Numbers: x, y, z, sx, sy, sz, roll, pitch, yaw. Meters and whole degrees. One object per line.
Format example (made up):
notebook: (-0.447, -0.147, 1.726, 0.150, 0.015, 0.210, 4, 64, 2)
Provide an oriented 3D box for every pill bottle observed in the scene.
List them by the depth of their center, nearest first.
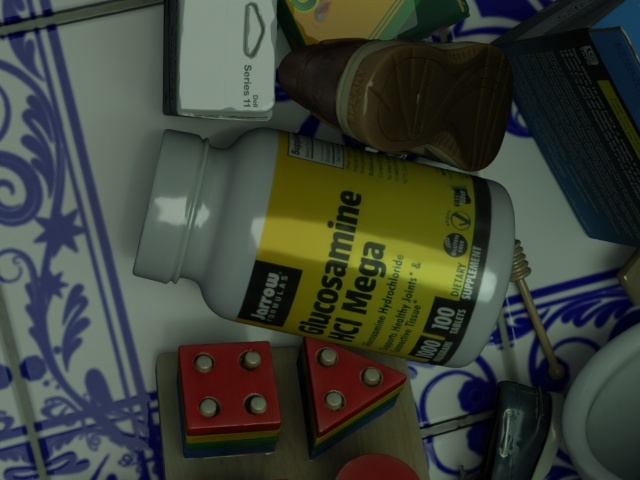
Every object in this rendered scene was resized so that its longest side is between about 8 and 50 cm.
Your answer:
pill bottle: (0.000, 0.000, 1.220, 0.333, 0.188, 0.188, 12, 93, -8)

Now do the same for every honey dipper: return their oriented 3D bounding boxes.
honey dipper: (0.225, 0.077, 1.362, 0.030, 0.030, 0.161, -24, 102, -9)

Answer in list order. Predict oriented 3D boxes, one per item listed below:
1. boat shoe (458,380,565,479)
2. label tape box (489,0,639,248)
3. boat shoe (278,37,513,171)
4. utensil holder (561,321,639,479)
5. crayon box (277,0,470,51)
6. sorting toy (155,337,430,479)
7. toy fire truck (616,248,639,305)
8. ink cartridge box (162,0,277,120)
boat shoe: (0.177, 0.265, 1.331, 0.079, 0.095, 0.255, 17, 109, -4)
label tape box: (0.303, -0.112, 1.203, 0.106, 0.333, 0.241, -32, 101, -7)
boat shoe: (0.077, -0.136, 1.204, 0.123, 0.342, 0.123, 17, 102, 28)
utensil holder: (0.448, 0.288, 1.253, 0.327, 0.327, 0.386, -28, 115, -8)
crayon box: (0.009, -0.308, 1.252, 0.165, 0.081, 0.278, -28, 100, -8)
sorting toy: (-0.018, 0.202, 1.219, 0.255, 0.089, 0.257, -2, 55, -12)
toy fire truck: (0.451, 0.013, 1.359, 0.246, 0.158, 0.217, -26, 98, 20)
ink cartridge box: (-0.096, -0.186, 1.176, 0.086, 0.208, 0.153, 1, 95, -11)
